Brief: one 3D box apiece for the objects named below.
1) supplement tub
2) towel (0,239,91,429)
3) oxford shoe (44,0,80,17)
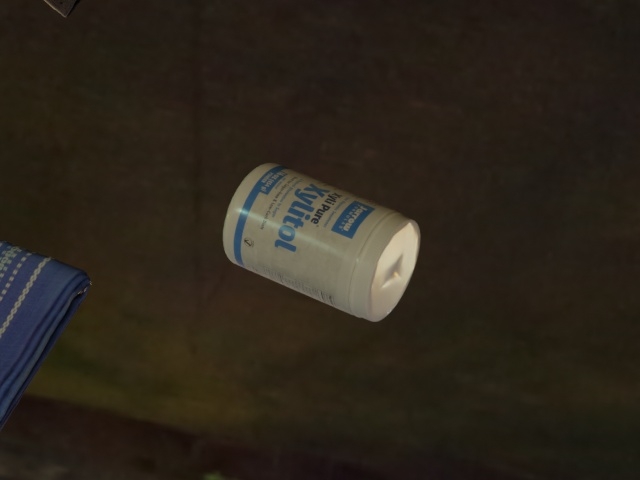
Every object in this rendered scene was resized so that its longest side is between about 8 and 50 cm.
[{"bbox_3d":[0.000,0.000,0.921,0.107,0.071,0.071,21,173,23],"label":"supplement tub"},{"bbox_3d":[-0.379,0.077,1.235,0.336,0.243,0.040,18,154,26],"label":"towel"},{"bbox_3d":[-0.124,-0.277,1.195,0.098,0.271,0.097,56,170,-1],"label":"oxford shoe"}]
